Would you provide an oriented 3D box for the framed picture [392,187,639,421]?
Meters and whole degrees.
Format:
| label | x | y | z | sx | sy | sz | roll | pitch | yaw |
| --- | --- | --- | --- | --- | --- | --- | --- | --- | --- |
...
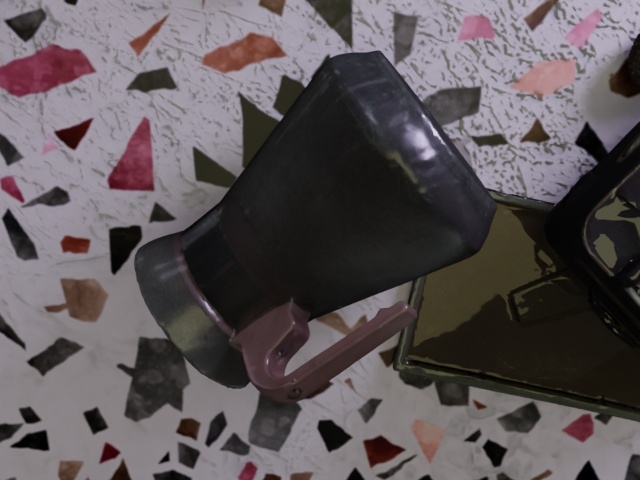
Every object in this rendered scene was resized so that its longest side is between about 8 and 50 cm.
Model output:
| label | x | y | z | sx | sy | sz | roll | pitch | yaw |
| --- | --- | --- | --- | --- | --- | --- | --- | --- | --- |
| framed picture | 0.277 | 0.077 | 1.009 | 0.334 | 0.022 | 0.247 | 11 | 100 | -1 |

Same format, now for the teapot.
| label | x | y | z | sx | sy | sz | roll | pitch | yaw |
| --- | --- | --- | --- | --- | --- | --- | --- | --- | --- |
| teapot | 0.000 | 0.000 | 0.876 | 0.344 | 0.300 | 0.253 | -38 | 133 | 14 |

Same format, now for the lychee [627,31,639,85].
| label | x | y | z | sx | sy | sz | roll | pitch | yaw |
| --- | --- | --- | --- | --- | --- | --- | --- | --- | --- |
| lychee | 0.386 | -0.212 | 0.936 | 0.083 | 0.068 | 0.067 | -51 | 55 | 12 |

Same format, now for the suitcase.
| label | x | y | z | sx | sy | sz | roll | pitch | yaw |
| --- | --- | --- | --- | --- | --- | --- | --- | --- | --- |
| suitcase | 0.461 | -0.059 | 0.882 | 0.434 | 0.194 | 0.283 | -45 | 93 | -1 |
